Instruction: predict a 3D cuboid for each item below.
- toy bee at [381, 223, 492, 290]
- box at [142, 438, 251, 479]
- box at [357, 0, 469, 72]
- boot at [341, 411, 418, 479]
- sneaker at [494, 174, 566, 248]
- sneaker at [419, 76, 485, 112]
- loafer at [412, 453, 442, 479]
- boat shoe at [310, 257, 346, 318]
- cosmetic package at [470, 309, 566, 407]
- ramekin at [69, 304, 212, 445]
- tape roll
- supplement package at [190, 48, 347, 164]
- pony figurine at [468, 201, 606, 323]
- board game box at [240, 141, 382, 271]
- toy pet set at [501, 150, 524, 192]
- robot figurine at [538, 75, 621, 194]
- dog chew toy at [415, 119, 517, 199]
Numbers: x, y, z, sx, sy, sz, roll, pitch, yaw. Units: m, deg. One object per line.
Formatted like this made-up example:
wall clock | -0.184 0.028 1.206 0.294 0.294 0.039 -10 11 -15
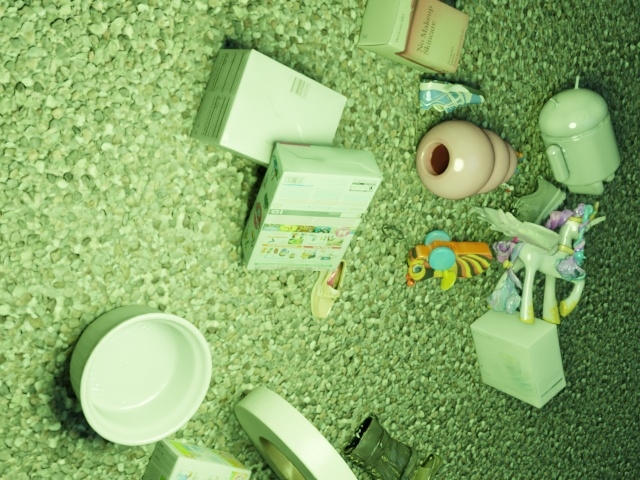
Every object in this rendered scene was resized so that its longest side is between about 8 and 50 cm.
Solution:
toy bee | 0.297 0.051 1.938 0.195 0.298 0.162 -57 167 -53
box | -0.279 0.535 1.639 0.203 0.114 0.103 26 84 -36
box | 0.226 -0.510 1.747 0.232 0.126 0.149 9 96 -38
boot | 0.139 0.630 1.998 0.229 0.091 0.263 38 74 -30
sneaker | 0.607 -0.076 2.171 0.115 0.105 0.281 45 76 1
sneaker | 0.343 -0.378 1.904 0.211 0.080 0.081 2 106 -27
loafer | 0.308 0.696 2.149 0.148 0.056 0.050 -53 125 -26
boat shoe | 0.022 0.118 1.792 0.063 0.059 0.170 9 96 -37
cosmetic package | 0.591 0.343 2.158 0.138 0.224 0.225 -30 117 -27
ramekin | -0.378 0.267 1.490 0.277 0.135 0.278 -9 106 -34
tape roll | -0.044 0.500 1.630 0.072 0.392 0.392 -38 121 -23
supplement package | -0.109 -0.266 1.549 0.261 0.145 0.204 19 90 -38
pony figurine | 0.589 0.038 1.986 0.350 0.303 0.364 13 100 -11
board game box | -0.028 -0.063 1.563 0.223 0.098 0.303 3 137 -23
toy pet set | 0.566 -0.210 2.106 0.114 0.065 0.122 25 85 -37
robot figurine | 0.771 -0.303 2.148 0.300 0.199 0.354 -46 124 -29
dog chew toy | 0.405 -0.210 1.915 0.331 0.206 0.207 -3 103 -44
